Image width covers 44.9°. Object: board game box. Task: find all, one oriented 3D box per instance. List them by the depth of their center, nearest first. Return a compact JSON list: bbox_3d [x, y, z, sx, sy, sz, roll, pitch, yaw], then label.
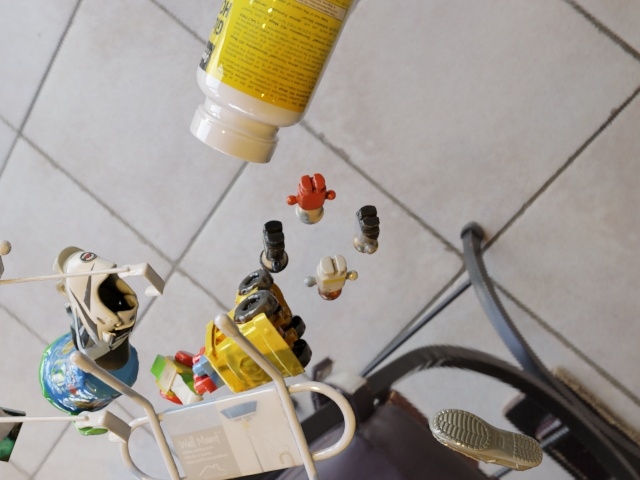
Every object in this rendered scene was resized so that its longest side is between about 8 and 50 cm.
[{"bbox_3d":[-0.819,0.452,1.852,0.186,0.026,0.126,22,86,-31],"label":"board game box"}]

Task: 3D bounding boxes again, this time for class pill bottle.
[{"bbox_3d":[-0.080,-0.299,1.214,0.188,0.188,0.333,27,106,8],"label":"pill bottle"}]

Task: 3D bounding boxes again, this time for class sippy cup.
[{"bbox_3d":[-0.595,0.339,2.042,0.224,0.240,0.305,-21,103,51],"label":"sippy cup"}]

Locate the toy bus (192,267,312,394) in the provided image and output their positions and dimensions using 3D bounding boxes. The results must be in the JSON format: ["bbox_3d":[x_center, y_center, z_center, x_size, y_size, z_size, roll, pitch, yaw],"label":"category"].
[{"bbox_3d":[-0.140,0.179,1.380,0.212,0.220,0.149,-32,113,7],"label":"toy bus"}]

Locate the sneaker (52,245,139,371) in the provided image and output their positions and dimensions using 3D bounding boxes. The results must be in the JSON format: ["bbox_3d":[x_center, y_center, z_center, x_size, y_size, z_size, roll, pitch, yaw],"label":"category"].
[{"bbox_3d":[-0.443,0.166,1.627,0.146,0.122,0.330,10,134,22],"label":"sneaker"}]

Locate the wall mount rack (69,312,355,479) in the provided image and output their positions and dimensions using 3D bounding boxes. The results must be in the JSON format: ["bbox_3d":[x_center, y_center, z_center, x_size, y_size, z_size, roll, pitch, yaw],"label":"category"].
[{"bbox_3d":[-0.146,0.234,0.992,0.350,0.130,0.304,-16,102,16],"label":"wall mount rack"}]

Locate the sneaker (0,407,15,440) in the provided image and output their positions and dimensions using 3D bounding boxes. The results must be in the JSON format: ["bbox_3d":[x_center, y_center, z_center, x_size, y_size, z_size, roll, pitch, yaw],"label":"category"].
[{"bbox_3d":[-0.616,0.260,1.319,0.090,0.115,0.232,-36,93,22],"label":"sneaker"}]

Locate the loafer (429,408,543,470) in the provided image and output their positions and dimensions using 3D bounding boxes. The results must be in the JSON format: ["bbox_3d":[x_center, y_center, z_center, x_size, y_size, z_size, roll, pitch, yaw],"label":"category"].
[{"bbox_3d":[0.354,0.451,1.697,0.251,0.094,0.087,21,137,5],"label":"loafer"}]

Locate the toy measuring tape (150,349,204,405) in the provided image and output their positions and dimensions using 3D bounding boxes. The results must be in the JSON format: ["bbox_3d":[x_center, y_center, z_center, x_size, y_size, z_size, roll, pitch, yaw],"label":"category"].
[{"bbox_3d":[-0.278,0.314,1.669,0.330,0.121,0.121,16,128,63],"label":"toy measuring tape"}]

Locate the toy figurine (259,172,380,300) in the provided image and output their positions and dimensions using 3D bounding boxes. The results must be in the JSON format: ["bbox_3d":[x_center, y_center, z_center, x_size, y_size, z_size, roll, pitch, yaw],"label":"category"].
[{"bbox_3d":[0.000,0.000,1.530,0.210,0.213,0.148,29,153,11],"label":"toy figurine"}]

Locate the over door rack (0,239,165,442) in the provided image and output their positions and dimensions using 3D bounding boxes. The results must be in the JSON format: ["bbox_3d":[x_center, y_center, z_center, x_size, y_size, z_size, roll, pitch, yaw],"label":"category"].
[{"bbox_3d":[-0.388,0.122,1.003,0.325,0.239,0.108,1,145,8],"label":"over door rack"}]
